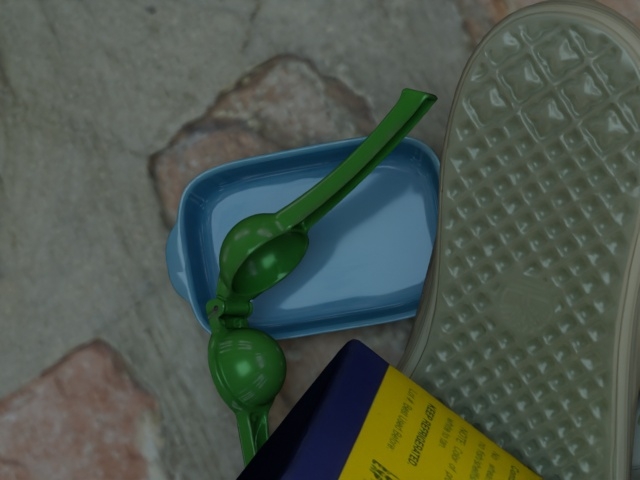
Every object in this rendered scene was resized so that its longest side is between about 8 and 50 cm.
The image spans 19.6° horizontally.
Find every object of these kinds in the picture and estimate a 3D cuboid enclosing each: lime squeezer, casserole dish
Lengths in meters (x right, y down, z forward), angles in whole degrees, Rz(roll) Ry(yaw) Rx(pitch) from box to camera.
[{"bbox_3d":[-0.017,0.054,1.085,0.110,0.059,0.310,16,95,18],"label":"lime squeezer"},{"bbox_3d":[0.000,0.000,1.137,0.188,0.037,0.114,-10,86,8],"label":"casserole dish"}]

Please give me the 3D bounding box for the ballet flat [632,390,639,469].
[{"bbox_3d":[0.241,0.150,1.070,0.124,0.116,0.342,-19,88,24],"label":"ballet flat"}]

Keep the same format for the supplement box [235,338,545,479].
[{"bbox_3d":[0.085,0.255,0.945,0.356,0.194,0.195,37,112,-1],"label":"supplement box"}]

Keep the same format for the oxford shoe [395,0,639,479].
[{"bbox_3d":[0.115,0.080,1.067,0.169,0.130,0.449,16,106,16],"label":"oxford shoe"}]
